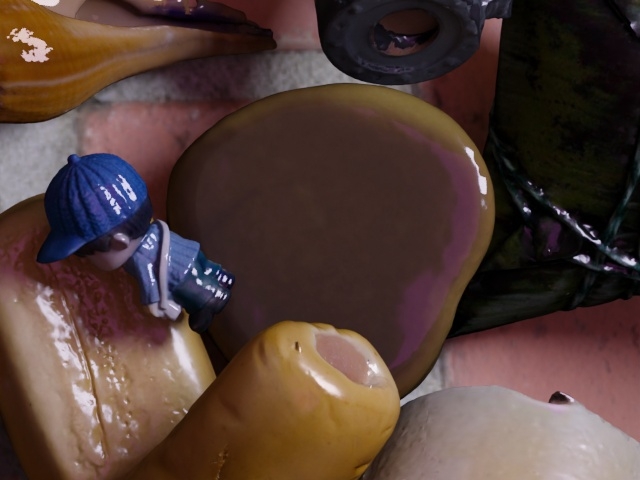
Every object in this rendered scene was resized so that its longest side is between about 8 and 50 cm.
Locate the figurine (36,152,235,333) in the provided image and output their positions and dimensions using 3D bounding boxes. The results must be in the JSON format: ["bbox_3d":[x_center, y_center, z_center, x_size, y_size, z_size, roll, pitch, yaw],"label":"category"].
[{"bbox_3d":[-0.115,-0.001,1.015,0.136,0.079,0.077,27,31,-10],"label":"figurine"}]

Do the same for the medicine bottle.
[{"bbox_3d":[0.082,0.311,0.982,0.236,0.236,0.406,39,43,-13],"label":"medicine bottle"}]

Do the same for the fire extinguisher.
[{"bbox_3d":[0.068,-0.291,1.174,0.200,0.113,0.376,11,57,-29],"label":"fire extinguisher"}]

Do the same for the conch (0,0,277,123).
[{"bbox_3d":[-0.174,-0.131,1.106,0.330,0.093,0.109,-3,42,-42],"label":"conch"}]

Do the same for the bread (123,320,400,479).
[{"bbox_3d":[-0.072,0.183,1.019,0.305,0.091,0.142,-48,148,13],"label":"bread"}]

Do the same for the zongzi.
[{"bbox_3d":[0.317,-0.060,1.150,0.384,0.362,0.319,2,100,-21],"label":"zongzi"}]

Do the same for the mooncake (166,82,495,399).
[{"bbox_3d":[0.000,0.000,1.123,0.235,0.117,0.234,0,88,3],"label":"mooncake"}]

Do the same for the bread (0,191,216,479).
[{"bbox_3d":[-0.158,0.074,1.076,0.147,0.098,0.217,-15,85,-26],"label":"bread"}]
